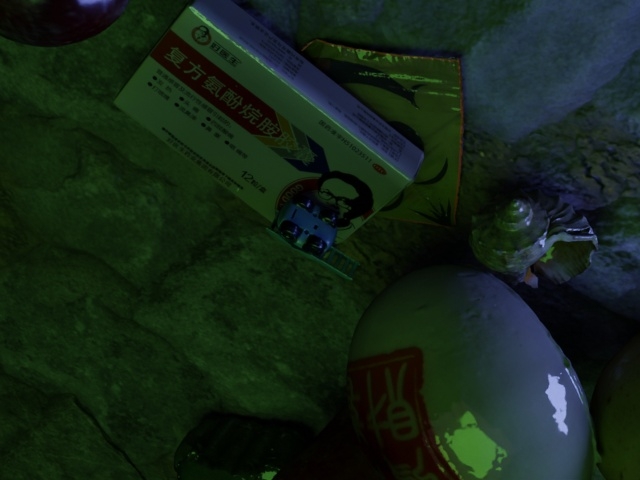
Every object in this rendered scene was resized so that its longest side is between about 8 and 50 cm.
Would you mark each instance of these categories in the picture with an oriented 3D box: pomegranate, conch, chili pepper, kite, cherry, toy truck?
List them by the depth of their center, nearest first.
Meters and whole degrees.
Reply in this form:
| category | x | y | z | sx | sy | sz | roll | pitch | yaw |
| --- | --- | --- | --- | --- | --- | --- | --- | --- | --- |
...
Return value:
| category | x | y | z | sx | sy | sz | roll | pitch | yaw |
| --- | --- | --- | --- | --- | --- | --- | --- | --- | --- |
| cherry | -0.341 | -0.346 | 1.515 | 0.300 | 0.203 | 0.230 | 16 | 137 | 28 |
| conch | 0.270 | 0.010 | 1.618 | 0.155 | 0.130 | 0.207 | 15 | 151 | 28 |
| pomegranate | 0.487 | 0.249 | 1.629 | 0.319 | 0.319 | 0.319 | 12 | 133 | 13 |
| kite | 0.066 | -0.123 | 1.664 | 0.327 | 0.013 | 0.377 | 45 | 132 | -18 |
| toy truck | 0.000 | 0.000 | 1.674 | 0.136 | 0.063 | 0.074 | 33 | 155 | -9 |
| chili pepper | 0.069 | 0.380 | 1.943 | 0.251 | 0.305 | 0.229 | 46 | 140 | -3 |

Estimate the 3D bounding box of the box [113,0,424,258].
| category | x | y | z | sx | sy | sz | roll | pitch | yaw |
| --- | --- | --- | --- | --- | --- | --- | --- | --- | --- |
| box | -0.068 | -0.144 | 1.654 | 0.353 | 0.069 | 0.214 | 36 | 135 | -13 |

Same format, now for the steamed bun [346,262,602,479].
| category | x | y | z | sx | sy | sz | roll | pitch | yaw |
| --- | --- | --- | --- | --- | --- | --- | --- | --- | --- |
| steamed bun | 0.169 | 0.222 | 1.676 | 0.374 | 0.241 | 0.374 | 55 | 160 | 31 |

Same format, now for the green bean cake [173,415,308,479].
| category | x | y | z | sx | sy | sz | roll | pitch | yaw |
| --- | --- | --- | --- | --- | --- | --- | --- | --- | --- |
| green bean cake | -0.119 | 0.396 | 2.124 | 0.227 | 0.125 | 0.223 | 3 | 132 | 23 |
